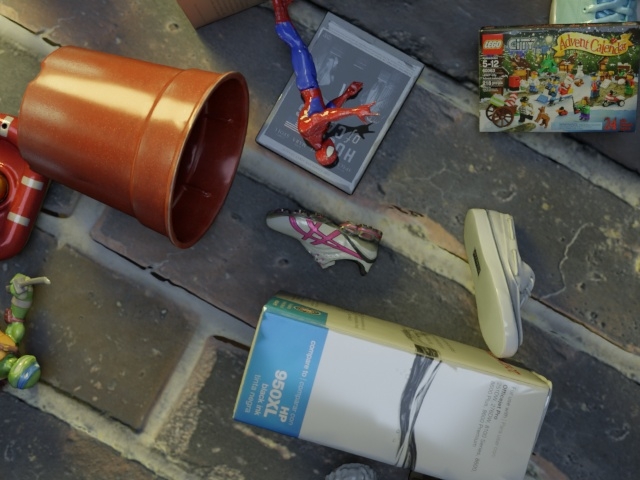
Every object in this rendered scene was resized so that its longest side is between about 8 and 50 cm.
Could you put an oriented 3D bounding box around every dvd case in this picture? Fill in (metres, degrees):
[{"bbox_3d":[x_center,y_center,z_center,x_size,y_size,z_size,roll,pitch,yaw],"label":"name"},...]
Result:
[{"bbox_3d":[0.030,-0.218,1.423,0.179,0.029,0.238,29,90,2],"label":"dvd case"}]

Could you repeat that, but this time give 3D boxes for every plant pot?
[{"bbox_3d":[-0.280,-0.158,1.328,0.265,0.272,0.272,20,90,10],"label":"plant pot"}]

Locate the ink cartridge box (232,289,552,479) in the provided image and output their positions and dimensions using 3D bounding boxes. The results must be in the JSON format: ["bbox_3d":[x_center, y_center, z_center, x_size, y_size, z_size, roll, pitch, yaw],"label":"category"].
[{"bbox_3d":[0.096,0.209,1.289,0.395,0.285,0.166,16,91,1],"label":"ink cartridge box"}]

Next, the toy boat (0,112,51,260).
[{"bbox_3d":[-0.514,-0.084,1.374,0.151,0.151,0.231,20,90,1],"label":"toy boat"}]

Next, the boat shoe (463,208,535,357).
[{"bbox_3d":[0.279,0.056,1.337,0.084,0.095,0.258,1,56,-8],"label":"boat shoe"}]

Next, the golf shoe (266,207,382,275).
[{"bbox_3d":[0.000,0.000,1.402,0.186,0.067,0.085,15,91,1],"label":"golf shoe"}]

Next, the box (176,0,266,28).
[{"bbox_3d":[-0.075,-0.477,1.334,0.346,0.215,0.168,-20,89,1],"label":"box"}]

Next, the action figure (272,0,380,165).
[{"bbox_3d":[0.013,-0.258,1.362,0.139,0.091,0.280,-11,89,11],"label":"action figure"}]

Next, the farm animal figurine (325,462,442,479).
[{"bbox_3d":[0.169,0.491,1.314,0.331,0.172,0.326,0,101,5],"label":"farm animal figurine"}]

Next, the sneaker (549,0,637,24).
[{"bbox_3d":[0.425,-0.390,1.354,0.135,0.150,0.365,-4,89,2],"label":"sneaker"}]

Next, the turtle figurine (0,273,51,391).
[{"bbox_3d":[-0.539,0.108,1.340,0.266,0.274,0.197,25,75,10],"label":"turtle figurine"}]

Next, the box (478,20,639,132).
[{"bbox_3d":[0.359,-0.245,1.352,0.233,0.044,0.159,2,112,16],"label":"box"}]
